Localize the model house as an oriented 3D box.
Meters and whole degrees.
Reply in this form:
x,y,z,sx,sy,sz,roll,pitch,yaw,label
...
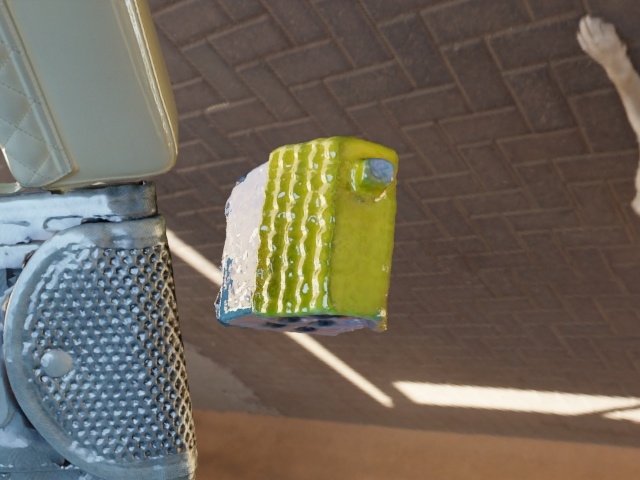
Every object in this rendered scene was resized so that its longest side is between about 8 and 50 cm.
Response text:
x,y,z,sx,sy,sz,roll,pitch,yaw,label
0.000,0.000,0.949,0.215,0.237,0.303,10,166,-21,model house

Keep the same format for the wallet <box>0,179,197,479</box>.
x,y,z,sx,sy,sz,roll,pitch,yaw,label
-0.258,0.117,0.716,0.237,0.342,0.075,-4,-170,5,wallet

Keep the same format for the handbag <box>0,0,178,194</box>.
x,y,z,sx,sy,sz,roll,pitch,yaw,label
-0.243,-0.148,0.575,0.219,0.079,0.256,-11,130,-5,handbag
